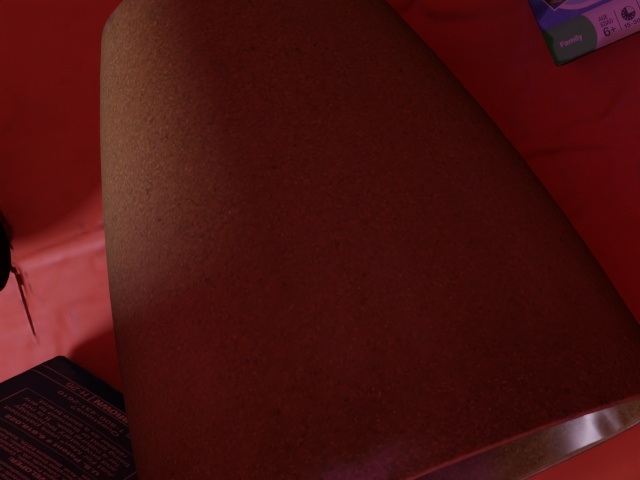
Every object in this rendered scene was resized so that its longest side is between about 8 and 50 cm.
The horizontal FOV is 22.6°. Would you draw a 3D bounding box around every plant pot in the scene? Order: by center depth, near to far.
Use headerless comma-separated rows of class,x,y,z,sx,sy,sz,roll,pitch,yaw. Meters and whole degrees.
plant pot,0.000,0.000,0.716,0.237,0.237,0.254,-27,75,21

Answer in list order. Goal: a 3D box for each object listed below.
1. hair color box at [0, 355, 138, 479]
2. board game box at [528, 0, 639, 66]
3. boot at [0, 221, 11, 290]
hair color box,-0.195,0.182,0.731,0.105,0.347,0.174,31,107,12
board game box,0.172,-0.179,0.711,0.201,0.035,0.136,-23,91,20
boot,-0.317,-0.014,0.840,0.229,0.091,0.263,-22,121,20
